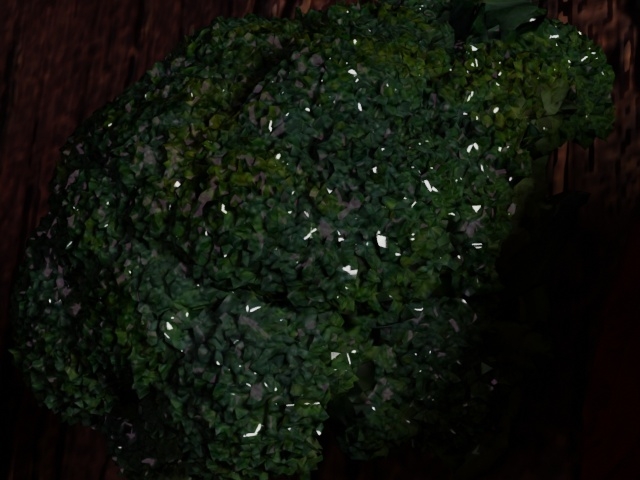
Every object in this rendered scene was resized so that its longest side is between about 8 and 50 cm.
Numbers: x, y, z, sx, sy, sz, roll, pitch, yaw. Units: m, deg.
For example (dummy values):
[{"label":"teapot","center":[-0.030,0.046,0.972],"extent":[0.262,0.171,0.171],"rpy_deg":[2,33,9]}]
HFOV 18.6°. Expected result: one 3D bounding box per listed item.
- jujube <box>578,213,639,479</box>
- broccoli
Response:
[{"label":"jujube","center":[0.147,0.107,0.386],"extent":[0.216,0.216,0.342],"rpy_deg":[-29,46,28]},{"label":"broccoli","center":[0.000,0.000,0.589],"extent":[0.195,0.156,0.195],"rpy_deg":[-24,51,34]}]
